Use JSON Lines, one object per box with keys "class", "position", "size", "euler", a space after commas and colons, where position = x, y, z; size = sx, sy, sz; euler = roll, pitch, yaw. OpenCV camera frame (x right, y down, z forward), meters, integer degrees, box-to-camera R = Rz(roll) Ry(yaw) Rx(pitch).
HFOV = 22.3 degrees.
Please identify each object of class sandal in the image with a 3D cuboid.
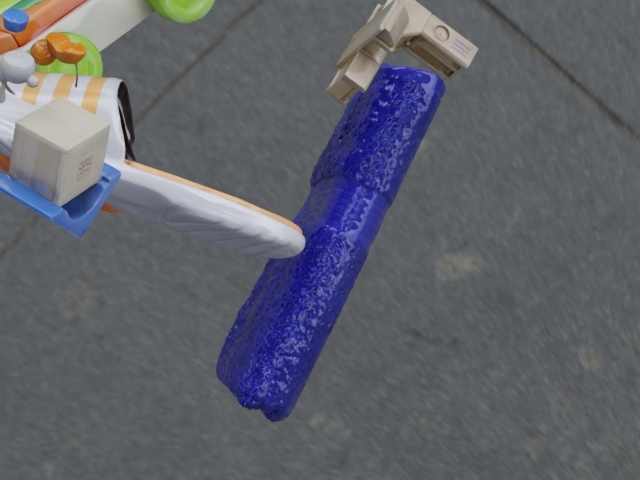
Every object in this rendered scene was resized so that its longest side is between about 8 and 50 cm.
{"class": "sandal", "position": [-0.128, -0.061, 1.068], "size": [0.265, 0.102, 0.076], "euler": [19, 76, 1]}

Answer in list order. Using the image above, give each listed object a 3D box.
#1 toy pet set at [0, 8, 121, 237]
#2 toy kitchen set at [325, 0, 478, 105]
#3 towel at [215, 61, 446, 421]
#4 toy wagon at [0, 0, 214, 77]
{"class": "toy pet set", "position": [-0.164, -0.056, 0.879], "size": [0.114, 0.122, 0.065], "euler": [29, 128, 17]}
{"class": "toy kitchen set", "position": [0.062, -0.123, 1.102], "size": [0.075, 0.068, 0.083], "euler": [35, 63, -11]}
{"class": "towel", "position": [0.000, 0.000, 1.370], "size": [0.076, 0.227, 0.308], "euler": [26, 84, -1]}
{"class": "toy wagon", "position": [-0.251, -0.172, 1.323], "size": [0.344, 0.068, 0.267], "euler": [-39, 33, -22]}
